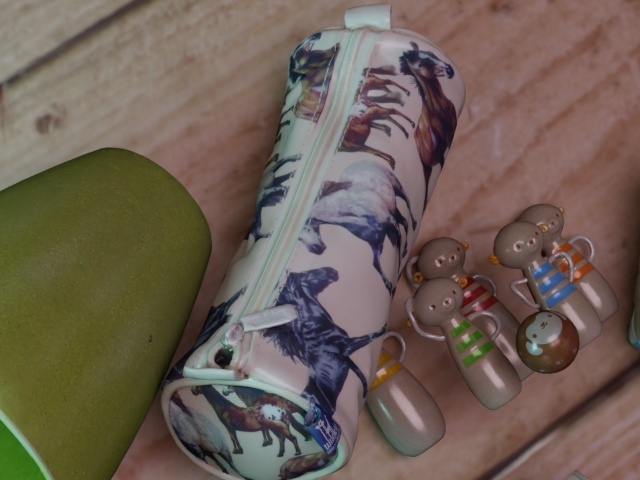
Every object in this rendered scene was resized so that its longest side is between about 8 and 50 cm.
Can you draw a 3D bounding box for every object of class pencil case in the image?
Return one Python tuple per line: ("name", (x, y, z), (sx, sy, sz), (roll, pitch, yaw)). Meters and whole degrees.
("pencil case", (0.000, 0.000, 1.661), (0.160, 0.183, 0.410), (12, 59, 12))

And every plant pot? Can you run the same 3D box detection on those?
("plant pot", (-0.226, 0.064, 1.597), (0.275, 0.275, 0.293), (43, 57, -4))

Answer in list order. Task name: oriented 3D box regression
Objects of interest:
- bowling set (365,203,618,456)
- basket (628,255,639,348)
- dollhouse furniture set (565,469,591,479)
("bowling set", (0.158, 0.050, 1.728), (0.287, 0.200, 0.154), (-34, 88, -23))
("basket", (0.439, 0.032, 1.801), (0.289, 0.201, 0.254), (8, 76, -4))
("dollhouse furniture set", (0.264, 0.344, 1.694), (0.242, 0.212, 0.161), (36, 68, 21))
